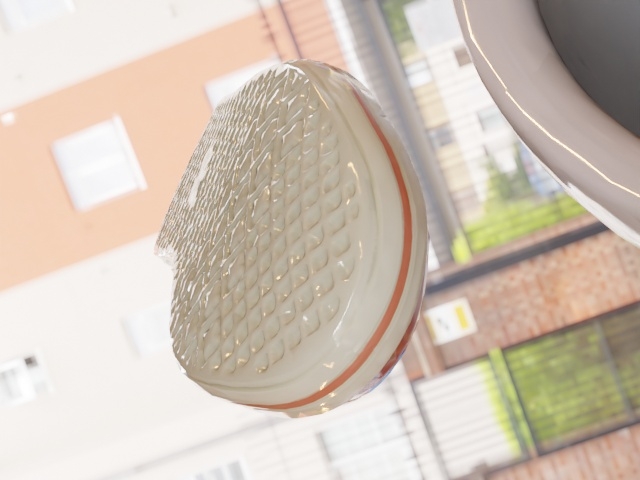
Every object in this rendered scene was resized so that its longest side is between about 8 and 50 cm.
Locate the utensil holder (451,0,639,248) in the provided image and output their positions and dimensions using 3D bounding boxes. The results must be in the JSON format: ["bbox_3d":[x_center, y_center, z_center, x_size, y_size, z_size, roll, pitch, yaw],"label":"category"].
[{"bbox_3d":[0.275,-0.037,0.490,0.385,0.328,0.327,42,-155,-41],"label":"utensil holder"}]

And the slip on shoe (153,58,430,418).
[{"bbox_3d":[0.000,0.000,0.616,0.101,0.123,0.331,24,-179,-10],"label":"slip on shoe"}]
